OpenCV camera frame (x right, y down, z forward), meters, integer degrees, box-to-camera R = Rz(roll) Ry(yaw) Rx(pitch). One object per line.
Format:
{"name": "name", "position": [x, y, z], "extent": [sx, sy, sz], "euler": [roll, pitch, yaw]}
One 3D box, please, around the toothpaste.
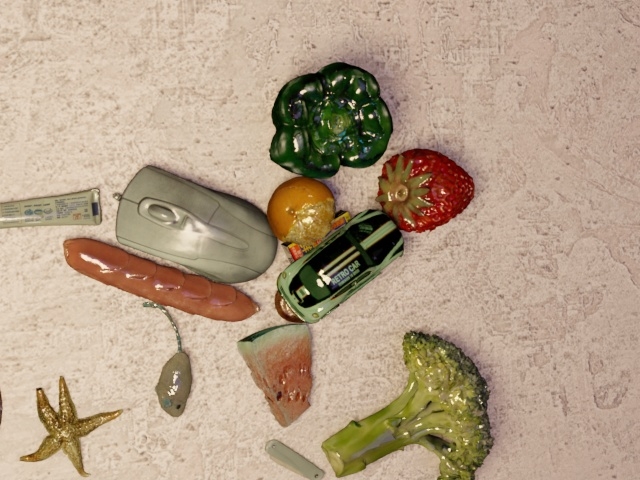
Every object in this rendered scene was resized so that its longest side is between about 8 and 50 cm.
{"name": "toothpaste", "position": [-0.571, -0.055, 1.428], "extent": [0.268, 0.047, 0.069], "euler": [-7, 77, -22]}

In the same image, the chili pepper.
{"name": "chili pepper", "position": [0.011, -0.252, 1.527], "extent": [0.248, 0.256, 0.233], "euler": [-7, 100, -19]}

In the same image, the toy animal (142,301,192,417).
{"name": "toy animal", "position": [-0.316, 0.251, 1.531], "extent": [0.079, 0.070, 0.253], "euler": [-8, 93, -36]}

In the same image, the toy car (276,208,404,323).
{"name": "toy car", "position": [0.053, 0.044, 1.547], "extent": [0.305, 0.125, 0.136], "euler": [-36, 83, -13]}

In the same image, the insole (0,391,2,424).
{"name": "insole", "position": [-0.693, 0.278, 1.421], "extent": [0.111, 0.007, 0.328], "euler": [-7, 95, -21]}

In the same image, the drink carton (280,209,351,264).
{"name": "drink carton", "position": [0.000, 0.000, 1.640], "extent": [0.165, 0.056, 0.071], "euler": [-30, 109, -16]}

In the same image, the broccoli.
{"name": "broccoli", "position": [0.209, 0.384, 1.683], "extent": [0.396, 0.275, 0.353], "euler": [5, 73, -1]}

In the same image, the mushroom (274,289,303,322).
{"name": "mushroom", "position": [-0.040, 0.132, 1.618], "extent": [0.126, 0.085, 0.109], "euler": [7, 60, -7]}

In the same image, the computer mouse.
{"name": "computer mouse", "position": [-0.256, -0.027, 1.514], "extent": [0.370, 0.122, 0.188], "euler": [22, 85, -17]}

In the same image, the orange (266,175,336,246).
{"name": "orange", "position": [-0.037, -0.063, 1.554], "extent": [0.156, 0.134, 0.157], "euler": [5, 101, 23]}

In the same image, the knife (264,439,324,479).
{"name": "knife", "position": [-0.062, 0.510, 1.660], "extent": [0.162, 0.023, 0.044], "euler": [38, 78, -18]}

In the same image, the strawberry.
{"name": "strawberry", "position": [0.259, -0.114, 1.672], "extent": [0.244, 0.205, 0.205], "euler": [-6, 95, -43]}

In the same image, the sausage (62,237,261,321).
{"name": "sausage", "position": [-0.328, 0.091, 1.509], "extent": [0.433, 0.088, 0.088], "euler": [21, 85, -19]}

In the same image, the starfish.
{"name": "starfish", "position": [-0.513, 0.387, 1.480], "extent": [0.216, 0.050, 0.224], "euler": [-23, 106, -25]}

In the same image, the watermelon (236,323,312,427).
{"name": "watermelon", "position": [-0.085, 0.305, 1.618], "extent": [0.154, 0.094, 0.241], "euler": [-16, 100, -29]}
